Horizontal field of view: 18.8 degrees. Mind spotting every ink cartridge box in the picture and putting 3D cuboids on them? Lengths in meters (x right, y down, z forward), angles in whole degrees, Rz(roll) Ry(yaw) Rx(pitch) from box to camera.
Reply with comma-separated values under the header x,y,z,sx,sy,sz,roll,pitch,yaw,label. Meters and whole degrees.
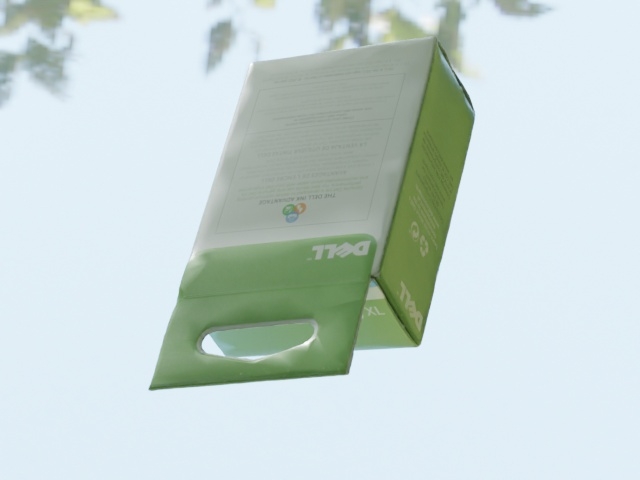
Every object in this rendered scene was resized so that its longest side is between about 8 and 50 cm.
x,y,z,sx,sy,sz,roll,pitch,yaw,label
0.000,0.000,0.951,0.062,0.109,0.209,58,-143,-43,ink cartridge box
